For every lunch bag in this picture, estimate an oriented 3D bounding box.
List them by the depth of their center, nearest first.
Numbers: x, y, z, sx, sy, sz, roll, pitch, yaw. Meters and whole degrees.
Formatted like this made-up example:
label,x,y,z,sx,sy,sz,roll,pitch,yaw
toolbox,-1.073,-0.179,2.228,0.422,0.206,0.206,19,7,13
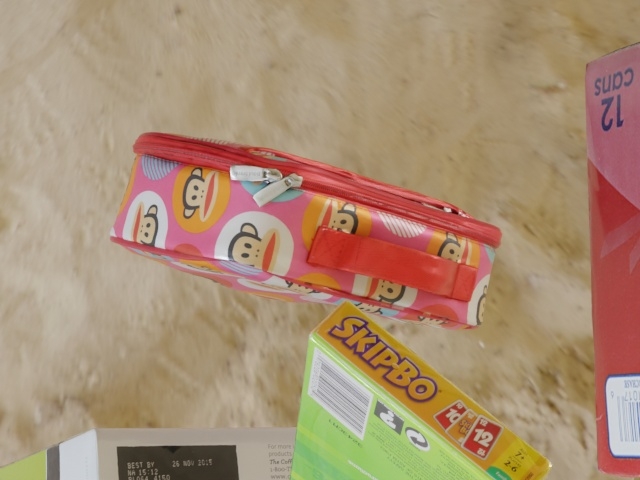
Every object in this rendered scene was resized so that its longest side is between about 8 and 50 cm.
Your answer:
label,x,y,z,sx,sy,sz,roll,pitch,yaw
lunch bag,0.000,0.000,1.415,0.293,0.258,0.120,16,88,-40

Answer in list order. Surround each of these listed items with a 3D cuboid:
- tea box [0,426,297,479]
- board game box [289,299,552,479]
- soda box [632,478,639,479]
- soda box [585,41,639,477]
label,x,y,z,sx,sy,sz,roll,pitch,yaw
tea box,-0.117,0.304,1.622,0.329,0.323,0.220,3,75,-27
board game box,0.040,0.137,0.879,0.124,0.259,0.039,38,61,17
soda box,0.217,0.116,0.687,0.181,0.058,0.061,-1,114,6
soda box,0.144,-0.007,0.227,0.092,0.263,0.083,2,84,-24
